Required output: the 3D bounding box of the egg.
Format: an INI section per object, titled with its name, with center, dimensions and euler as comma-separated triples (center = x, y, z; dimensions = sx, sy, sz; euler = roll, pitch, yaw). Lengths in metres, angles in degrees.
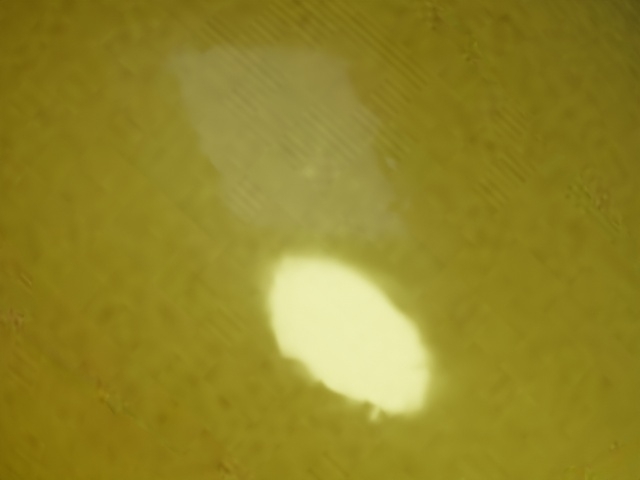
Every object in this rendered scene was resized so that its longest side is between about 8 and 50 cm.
[egg]
center = 0.000, 0.000, 0.458
dimensions = 0.322, 0.250, 0.250
euler = 42, 73, 14
